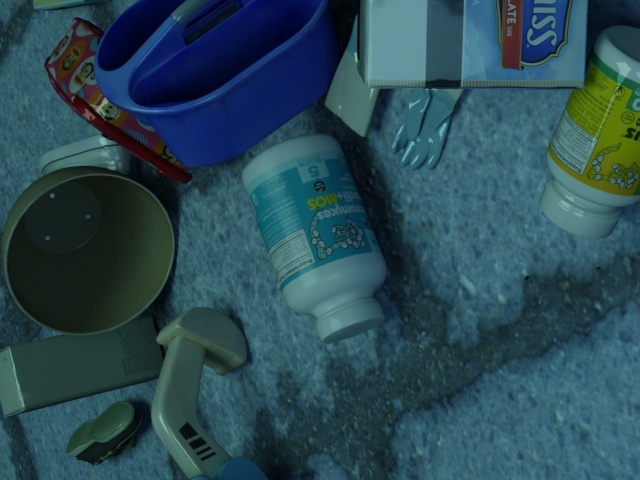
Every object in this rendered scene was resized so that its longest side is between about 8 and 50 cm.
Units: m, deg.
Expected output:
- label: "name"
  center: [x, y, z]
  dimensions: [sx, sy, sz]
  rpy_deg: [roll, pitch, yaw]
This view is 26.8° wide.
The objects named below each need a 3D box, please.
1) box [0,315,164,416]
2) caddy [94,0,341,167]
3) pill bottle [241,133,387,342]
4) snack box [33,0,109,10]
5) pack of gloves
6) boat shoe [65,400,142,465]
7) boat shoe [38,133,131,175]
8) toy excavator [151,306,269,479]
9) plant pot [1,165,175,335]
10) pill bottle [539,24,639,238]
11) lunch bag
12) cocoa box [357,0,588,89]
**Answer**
- label: "box"
  center: [-0.407, 0.211, 2.273]
  dimensions: [0.094, 0.275, 0.113]
  rpy_deg: [-24, 78, 53]
- label: "caddy"
  center: [-0.134, -0.263, 1.790]
  dimensions: [0.241, 0.341, 0.179]
  rpy_deg: [43, 165, 38]
- label: "pill bottle"
  center: [0.000, 0.000, 1.816]
  dimensions: [0.146, 0.146, 0.264]
  rpy_deg: [-37, 69, 49]
- label: "snack box"
  center: [-0.448, -0.569, 2.341]
  dimensions: [0.187, 0.060, 0.322]
  rpy_deg: [6, 102, 52]
- label: "pack of gloves"
  center: [0.116, -0.217, 1.724]
  dimensions: [0.195, 0.046, 0.232]
  rpy_deg: [42, 132, 25]
- label: "boat shoe"
  center: [-0.379, 0.353, 2.442]
  dimensions: [0.227, 0.068, 0.081]
  rpy_deg: [-30, 34, 46]
- label: "boat shoe"
  center: [-0.418, -0.126, 2.366]
  dimensions: [0.258, 0.095, 0.084]
  rpy_deg: [-14, 82, 53]
- label: "toy excavator"
  center: [-0.166, 0.374, 2.014]
  dimensions: [0.445, 0.433, 0.222]
  rpy_deg: [50, 140, -6]
- label: "plant pot"
  center: [-0.410, -0.008, 2.254]
  dimensions: [0.191, 0.284, 0.284]
  rpy_deg: [40, 128, 56]
- label: "pill bottle"
  center: [0.309, -0.110, 1.419]
  dimensions: [0.117, 0.117, 0.208]
  rpy_deg: [46, 130, 36]
- label: "lunch bag"
  center: [-0.275, -0.209, 2.056]
  dimensions: [0.120, 0.258, 0.293]
  rpy_deg: [-53, 34, 7]
- label: "cocoa box"
  center: [0.157, -0.338, 1.415]
  dimensions: [0.231, 0.227, 0.347]
  rpy_deg: [-93, 4, -78]
